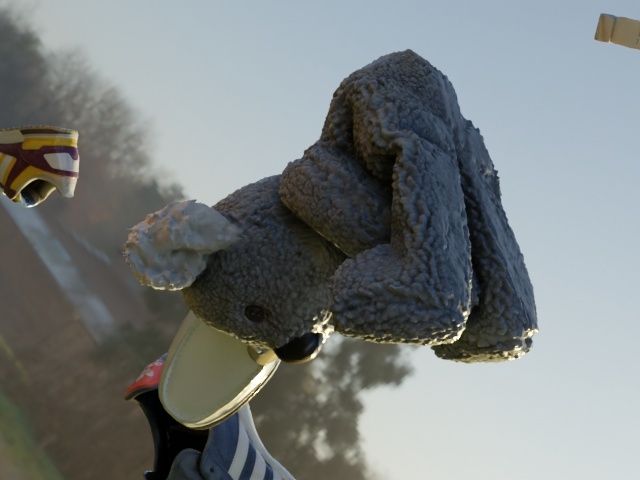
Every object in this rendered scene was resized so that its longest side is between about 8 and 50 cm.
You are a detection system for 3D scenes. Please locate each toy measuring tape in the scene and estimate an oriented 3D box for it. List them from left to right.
[{"bbox_3d":[0.436,-0.221,1.458,0.330,0.121,0.121,30,-25,44],"label":"toy measuring tape"}]

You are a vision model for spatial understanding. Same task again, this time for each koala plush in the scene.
[{"bbox_3d":[0.000,0.000,0.805,0.196,0.221,0.203,19,56,-60],"label":"koala plush"}]

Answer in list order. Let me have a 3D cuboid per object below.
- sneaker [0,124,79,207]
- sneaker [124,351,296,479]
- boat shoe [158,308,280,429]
[{"bbox_3d":[-0.344,-0.076,1.332,0.069,0.185,0.084,6,81,-56],"label":"sneaker"},{"bbox_3d":[-0.120,0.295,1.433,0.148,0.131,0.350,-22,79,-56],"label":"sneaker"},{"bbox_3d":[-0.062,0.062,1.196,0.113,0.302,0.103,37,6,4],"label":"boat shoe"}]
